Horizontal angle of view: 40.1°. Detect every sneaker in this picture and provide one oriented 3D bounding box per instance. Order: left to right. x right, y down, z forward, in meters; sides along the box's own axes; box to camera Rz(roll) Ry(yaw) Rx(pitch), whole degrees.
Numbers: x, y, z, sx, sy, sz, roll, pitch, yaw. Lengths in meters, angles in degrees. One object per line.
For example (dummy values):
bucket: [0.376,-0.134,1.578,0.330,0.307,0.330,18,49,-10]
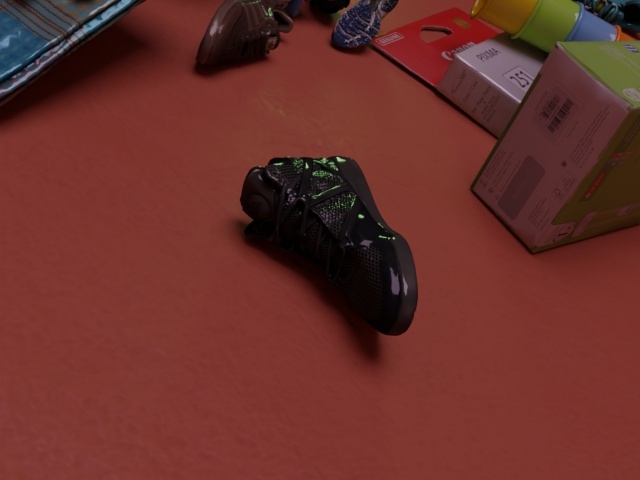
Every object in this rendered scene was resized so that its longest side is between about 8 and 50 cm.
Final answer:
sneaker: [-0.084,-0.251,1.045,0.071,0.066,0.188,28,38,-1]
sneaker: [0.000,0.000,0.789,0.130,0.087,0.227,2,41,-26]
sneaker: [0.009,-0.361,1.239,0.063,0.075,0.170,1,19,-9]
sneaker: [0.055,-0.299,1.204,0.052,0.058,0.135,49,58,-10]
sneaker: [0.506,-0.442,1.597,0.275,0.107,0.110,2,53,-29]

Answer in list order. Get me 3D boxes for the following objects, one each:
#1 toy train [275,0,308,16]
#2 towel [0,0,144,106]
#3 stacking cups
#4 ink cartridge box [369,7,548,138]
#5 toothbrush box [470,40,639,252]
toy train: [-0.093,-0.366,1.170,0.184,0.080,0.105,35,46,11]
towel: [-0.310,-0.289,0.857,0.271,0.040,0.370,40,59,6]
stacking cups: [0.371,-0.284,1.225,0.316,0.096,0.096,24,37,-7]
ink cartridge box: [0.248,-0.269,1.265,0.261,0.066,0.296,39,39,14]
toothbrush box: [0.345,-0.117,1.029,0.283,0.206,0.122,-11,50,-38]
